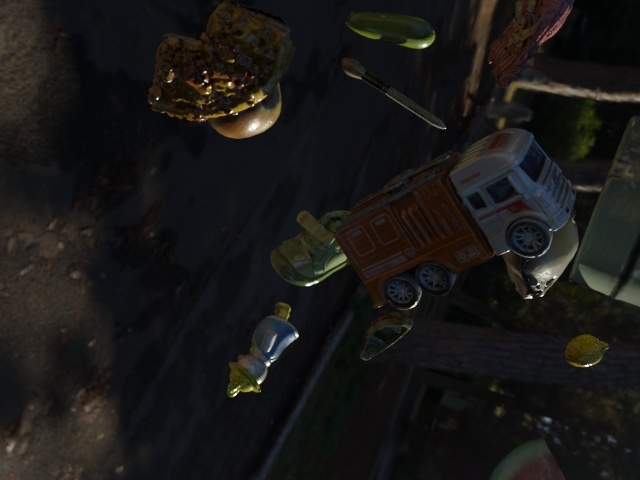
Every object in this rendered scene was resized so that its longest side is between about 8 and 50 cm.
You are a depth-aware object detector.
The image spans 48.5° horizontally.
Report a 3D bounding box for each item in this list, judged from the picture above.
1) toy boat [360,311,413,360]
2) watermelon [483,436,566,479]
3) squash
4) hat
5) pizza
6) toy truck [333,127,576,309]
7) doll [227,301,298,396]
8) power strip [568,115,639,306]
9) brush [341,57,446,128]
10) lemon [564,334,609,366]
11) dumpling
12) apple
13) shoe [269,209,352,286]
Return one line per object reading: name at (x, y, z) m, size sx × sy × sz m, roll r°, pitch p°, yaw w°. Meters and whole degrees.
toy boat at (0.168, 0.237, 1.827) m, size 0.185 × 0.089 × 0.071 m, roll -43°, pitch -153°, yaw 31°
watermelon at (0.415, 0.557, 1.419) m, size 0.283 × 0.293 × 0.250 m, roll -21°, pitch 101°, yaw -59°
squash at (0.155, -0.471, 1.572) m, size 0.066 × 0.201 × 0.066 m, roll 14°, pitch 90°, yaw -86°
hat at (0.421, -0.446, 1.390) m, size 0.286 × 0.107 × 0.236 m, roll -53°, pitch -163°, yaw 32°
pizza at (-0.168, -0.267, 1.105) m, size 0.161 × 0.305 × 0.085 m, roll 57°, pitch 42°, yaw -25°
toy truck at (0.221, -0.044, 1.223) m, size 0.207 × 0.388 × 0.173 m, roll 54°, pitch 36°, yaw -11°
doll at (-0.133, 0.255, 1.618) m, size 0.241 × 0.099 × 0.135 m, roll -52°, pitch -159°, yaw -27°
power strip at (0.598, -0.049, 1.321) m, size 0.357 × 0.161 × 0.357 m, roll -53°, pitch 155°, yaw -37°
brush at (0.173, -0.348, 1.680) m, size 0.039 × 0.299 × 0.042 m, roll -54°, pitch 171°, yaw -7°
lemon at (0.532, 0.221, 1.423) m, size 0.065 × 0.092 × 0.065 m, roll 162°, pitch -90°, yaw -89°
dumpling at (0.474, -0.009, 1.626) m, size 0.163 × 0.204 × 0.293 m, roll -14°, pitch 128°, yaw -36°
apple at (-0.205, -0.371, 1.854) m, size 0.211 × 0.188 × 0.211 m, roll 2°, pitch 88°, yaw -48°
shoe at (-0.002, 0.005, 1.665) m, size 0.262 × 0.140 × 0.128 m, roll -16°, pitch 126°, yaw -33°
